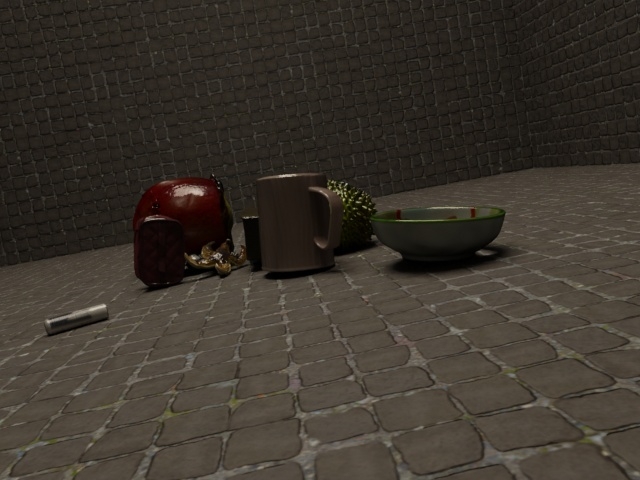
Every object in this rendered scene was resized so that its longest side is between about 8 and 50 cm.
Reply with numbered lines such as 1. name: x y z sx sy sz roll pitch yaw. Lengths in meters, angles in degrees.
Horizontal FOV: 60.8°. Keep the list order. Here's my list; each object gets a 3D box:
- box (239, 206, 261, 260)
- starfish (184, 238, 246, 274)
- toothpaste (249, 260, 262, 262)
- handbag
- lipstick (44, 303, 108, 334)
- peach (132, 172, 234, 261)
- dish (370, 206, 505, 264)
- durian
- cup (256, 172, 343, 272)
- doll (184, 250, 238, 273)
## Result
1. box: -0.162 -0.032 1.786 0.184 0.143 0.273 -5 9 -5
2. starfish: -0.334 0.058 1.761 0.216 0.071 0.238 -2 18 -21
3. toothpaste: -0.136 0.048 1.828 0.205 0.036 0.056 -7 5 -3
4. handbag: -0.503 0.032 1.703 0.146 0.225 0.135 0 6 -28
5. lipstick: -0.592 0.191 1.326 0.141 0.040 0.040 -14 8 -32
6. peach: -0.479 -0.065 2.000 0.417 0.339 0.353 -11 6 26
7. dish: 0.288 -0.008 1.349 0.324 0.124 0.324 -3 8 0
8. durian: 0.059 -0.087 1.789 0.291 0.224 0.291 3 21 -1
9. cup: -0.065 -0.047 1.515 0.208 0.273 0.288 -5 4 -12
10. doll: -0.388 0.072 1.860 0.219 0.067 0.091 -14 15 -17
